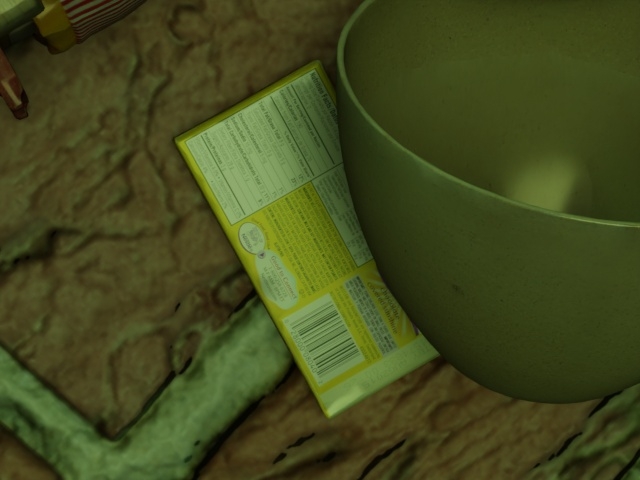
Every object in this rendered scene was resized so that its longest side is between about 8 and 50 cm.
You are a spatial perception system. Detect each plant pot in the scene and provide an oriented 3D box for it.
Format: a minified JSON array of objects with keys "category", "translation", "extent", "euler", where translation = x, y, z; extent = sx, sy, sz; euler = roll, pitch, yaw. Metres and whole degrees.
[{"category":"plant pot","translation":[0.143,-0.016,0.944],"extent":[0.284,0.284,0.191],"euler":[-3,127,-11]}]

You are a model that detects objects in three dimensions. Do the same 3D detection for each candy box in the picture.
[{"category":"candy box","translation":[0.000,0.000,1.017],"extent":[0.105,0.027,0.206],"euler":[-30,101,-9]}]

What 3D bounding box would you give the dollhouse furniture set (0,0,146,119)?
[{"category":"dollhouse furniture set","translation":[-0.118,-0.178,0.802],"extent":[0.201,0.374,0.152],"euler":[-32,96,-5]}]
